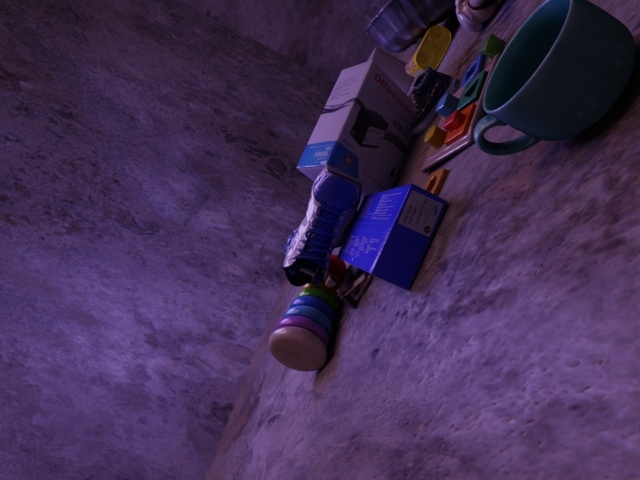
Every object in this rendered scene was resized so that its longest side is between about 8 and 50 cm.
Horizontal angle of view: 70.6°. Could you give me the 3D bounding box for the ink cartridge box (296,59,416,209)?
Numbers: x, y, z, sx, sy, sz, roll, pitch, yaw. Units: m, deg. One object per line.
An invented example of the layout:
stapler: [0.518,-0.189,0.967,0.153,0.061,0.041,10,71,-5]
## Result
ink cartridge box: [0.109,-0.262,1.171,0.129,0.223,0.308,6,69,52]

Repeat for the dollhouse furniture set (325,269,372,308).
dollhouse furniture set: [0.072,0.075,1.021,0.081,0.091,0.114,-45,11,21]

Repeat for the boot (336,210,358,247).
boot: [0.098,-0.076,1.359,0.198,0.076,0.137,-46,11,27]

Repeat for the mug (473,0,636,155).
mug: [0.246,-0.167,0.481,0.158,0.097,0.130,134,159,-70]

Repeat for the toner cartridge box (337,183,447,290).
toner cartridge box: [0.124,-0.012,0.905,0.165,0.075,0.348,-64,7,0]

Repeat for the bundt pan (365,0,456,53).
bundt pan: [0.303,-0.692,1.370,0.330,0.124,0.331,-35,9,6]

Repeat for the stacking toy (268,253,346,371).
stacking toy: [-0.013,0.154,1.136,0.141,0.141,0.330,-58,7,43]

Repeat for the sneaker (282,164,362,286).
sneaker: [-0.001,0.001,1.059,0.182,0.127,0.316,-85,20,-53]

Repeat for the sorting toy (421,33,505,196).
sorting toy: [0.252,-0.236,0.857,0.348,0.047,0.196,-67,8,-15]

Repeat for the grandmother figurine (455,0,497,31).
grandmother figurine: [0.363,-0.526,0.882,0.207,0.104,0.342,-38,0,-10]

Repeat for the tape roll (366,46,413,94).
tape roll: [0.219,-0.569,1.698,0.246,0.169,0.246,-155,90,-83]

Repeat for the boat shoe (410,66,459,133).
boat shoe: [0.246,-0.335,1.079,0.183,0.083,0.065,-52,14,59]

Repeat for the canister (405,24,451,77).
canister: [0.318,-0.561,1.360,0.126,0.073,0.170,-63,6,11]
